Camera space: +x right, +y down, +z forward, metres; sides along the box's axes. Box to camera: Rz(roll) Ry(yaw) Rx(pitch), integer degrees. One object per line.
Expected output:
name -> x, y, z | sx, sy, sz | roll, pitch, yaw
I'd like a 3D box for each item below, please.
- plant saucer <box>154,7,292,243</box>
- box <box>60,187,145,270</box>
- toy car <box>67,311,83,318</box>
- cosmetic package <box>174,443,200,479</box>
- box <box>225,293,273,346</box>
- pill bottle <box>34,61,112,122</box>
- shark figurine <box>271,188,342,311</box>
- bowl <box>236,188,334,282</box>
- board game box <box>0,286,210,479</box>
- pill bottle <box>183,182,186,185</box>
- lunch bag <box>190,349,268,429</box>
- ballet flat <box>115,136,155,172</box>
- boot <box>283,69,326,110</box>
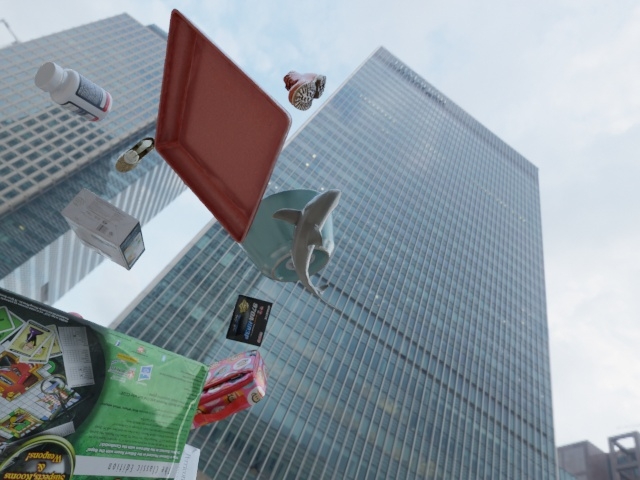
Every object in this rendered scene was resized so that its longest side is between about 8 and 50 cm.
plant saucer -> -0.156, -0.166, 0.644 | 0.258, 0.048, 0.259 | 46, -45, 16
box -> -0.602, -0.020, 1.176 | 0.169, 0.087, 0.290 | 32, -25, -7
toy car -> -0.713, 0.323, 1.180 | 0.053, 0.239, 0.225 | -39, -86, 23
cosmetic package -> -0.326, 0.416, 0.544 | 0.284, 0.377, 0.097 | 40, -73, -24
box -> -0.344, 0.385, 2.004 | 0.175, 0.220, 0.051 | 17, -7, -11
pill bottle -> -0.720, -0.434, 1.211 | 0.108, 0.107, 0.180 | 4, -12, 23
shark figurine -> -0.016, 0.024, 0.925 | 0.116, 0.166, 0.278 | 15, -76, 57
bowl -> -0.083, 0.011, 1.226 | 0.312, 0.163, 0.311 | -17, -30, -10
board game box -> -0.188, 0.123, 0.292 | 0.030, 0.136, 0.259 | -3, -30, 27
pill bottle -> -0.491, -0.337, 1.570 | 0.131, 0.130, 0.245 | 8, -51, 20
lunch bag -> -0.321, 0.495, 1.357 | 0.293, 0.258, 0.120 | -23, -77, 2
ballet flat -> -0.736, -0.352, 1.656 | 0.073, 0.206, 0.067 | 41, -35, -17
boot -> -0.050, -0.325, 0.886 | 0.085, 0.158, 0.059 | 20, -54, 7
